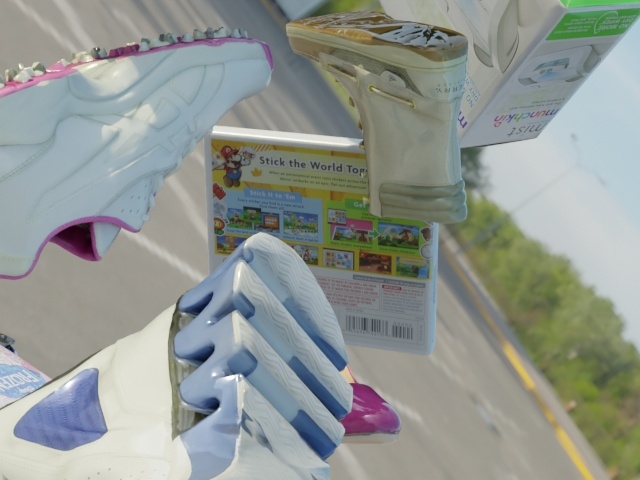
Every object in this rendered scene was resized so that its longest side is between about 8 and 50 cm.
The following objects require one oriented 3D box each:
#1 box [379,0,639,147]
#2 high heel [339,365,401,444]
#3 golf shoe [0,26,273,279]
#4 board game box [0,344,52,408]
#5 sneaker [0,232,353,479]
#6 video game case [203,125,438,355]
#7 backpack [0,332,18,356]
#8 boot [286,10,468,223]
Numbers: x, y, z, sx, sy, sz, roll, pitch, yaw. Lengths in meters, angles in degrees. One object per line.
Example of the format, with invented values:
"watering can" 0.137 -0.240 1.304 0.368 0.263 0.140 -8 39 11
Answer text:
"box" 0.184 -0.269 1.437 0.231 0.126 0.262 -52 -125 49
"high heel" 0.000 0.091 1.065 0.082 0.117 0.244 8 -3 -19
"golf shoe" -0.145 -0.066 0.950 0.115 0.306 0.140 -3 -76 45
"board game box" -0.410 0.097 1.196 0.318 0.066 0.318 32 8 8
"sneaker" -0.090 0.143 0.655 0.127 0.182 0.315 51 26 -24
"video game case" 0.000 0.000 1.312 0.026 0.227 0.206 -50 143 -61
"backpack" -0.439 0.186 1.434 0.276 0.213 0.263 19 29 9
"boot" 0.047 -0.108 1.184 0.213 0.077 0.165 23 -54 49
